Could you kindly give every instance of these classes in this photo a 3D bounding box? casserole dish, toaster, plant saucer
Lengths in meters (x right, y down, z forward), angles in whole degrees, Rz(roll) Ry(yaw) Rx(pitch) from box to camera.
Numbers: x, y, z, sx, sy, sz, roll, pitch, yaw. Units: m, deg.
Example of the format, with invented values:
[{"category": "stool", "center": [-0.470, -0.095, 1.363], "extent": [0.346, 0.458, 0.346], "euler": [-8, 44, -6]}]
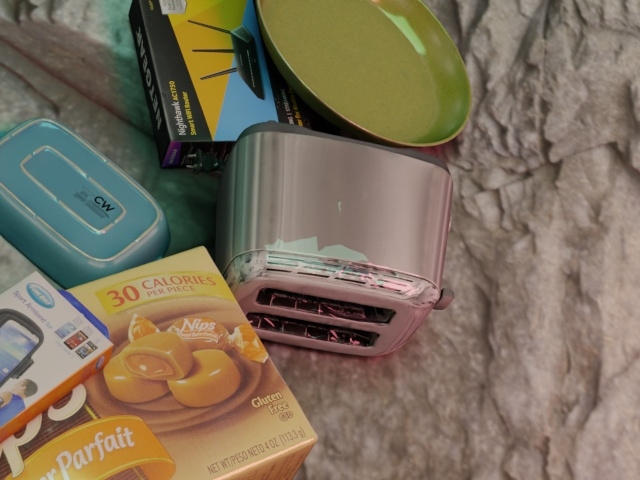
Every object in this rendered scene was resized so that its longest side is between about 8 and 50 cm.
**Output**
[{"category": "casserole dish", "center": [-0.204, -0.033, 1.107], "extent": [0.188, 0.037, 0.114], "euler": [40, 53, 9]}, {"category": "toaster", "center": [0.000, 0.000, 1.100], "extent": [0.227, 0.129, 0.146], "euler": [12, 55, -14]}, {"category": "plant saucer", "center": [0.035, -0.175, 1.262], "extent": [0.241, 0.037, 0.241], "euler": [22, 45, -24]}]

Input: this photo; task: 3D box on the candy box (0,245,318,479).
[{"category": "candy box", "center": [-0.183, 0.138, 0.960], "extent": [0.316, 0.087, 0.183], "euler": [-19, 64, -29]}]

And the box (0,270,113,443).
[{"category": "box", "center": [-0.206, 0.078, 0.921], "extent": [0.081, 0.028, 0.136], "euler": [41, 54, 14]}]

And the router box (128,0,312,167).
[{"category": "router box", "center": [-0.091, -0.149, 1.223], "extent": [0.133, 0.046, 0.179], "euler": [-3, 58, -22]}]
